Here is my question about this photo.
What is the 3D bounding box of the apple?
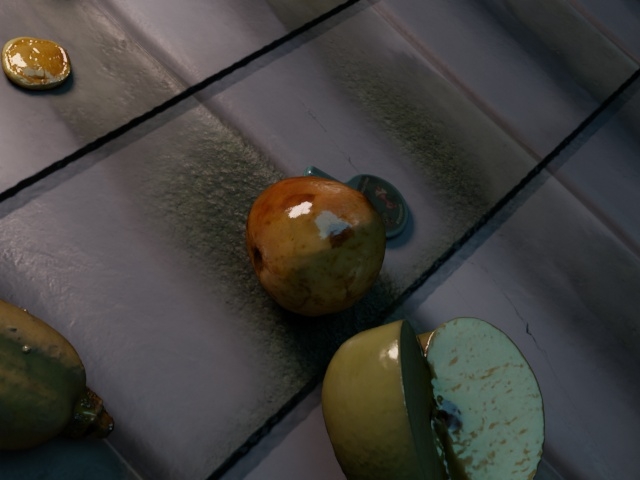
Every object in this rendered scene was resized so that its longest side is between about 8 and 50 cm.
[{"bbox_3d":[0.134,0.244,1.192,0.295,0.233,0.257,0,73,-37],"label":"apple"}]

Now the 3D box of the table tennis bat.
[{"bbox_3d":[0.060,-0.072,1.487,0.201,0.033,0.124,24,51,-15],"label":"table tennis bat"}]

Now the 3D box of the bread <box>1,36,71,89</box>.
[{"bbox_3d":[-0.450,-0.283,1.389,0.110,0.024,0.110,12,55,-18],"label":"bread"}]

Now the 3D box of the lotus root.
[{"bbox_3d":[-0.399,0.157,1.044,0.343,0.151,0.169,31,65,-33],"label":"lotus root"}]

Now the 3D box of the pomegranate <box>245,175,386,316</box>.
[{"bbox_3d":[0.000,0.000,1.297,0.215,0.215,0.215,12,56,-18],"label":"pomegranate"}]
